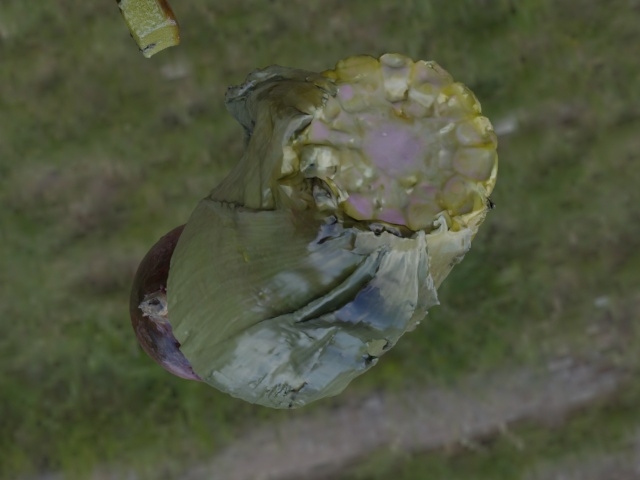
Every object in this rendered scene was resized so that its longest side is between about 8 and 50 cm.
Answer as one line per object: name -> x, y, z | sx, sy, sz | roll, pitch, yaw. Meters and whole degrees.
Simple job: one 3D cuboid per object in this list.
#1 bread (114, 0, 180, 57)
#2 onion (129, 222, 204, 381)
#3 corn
bread -> -0.211, -0.295, 1.958 | 0.049, 0.226, 0.088 | -28, 172, -2
onion -> -0.108, 0.057, 1.766 | 0.159, 0.159, 0.195 | -24, 175, 22
corn -> -0.004, 0.002, 0.929 | 0.122, 0.123, 0.305 | 15, 161, -8
